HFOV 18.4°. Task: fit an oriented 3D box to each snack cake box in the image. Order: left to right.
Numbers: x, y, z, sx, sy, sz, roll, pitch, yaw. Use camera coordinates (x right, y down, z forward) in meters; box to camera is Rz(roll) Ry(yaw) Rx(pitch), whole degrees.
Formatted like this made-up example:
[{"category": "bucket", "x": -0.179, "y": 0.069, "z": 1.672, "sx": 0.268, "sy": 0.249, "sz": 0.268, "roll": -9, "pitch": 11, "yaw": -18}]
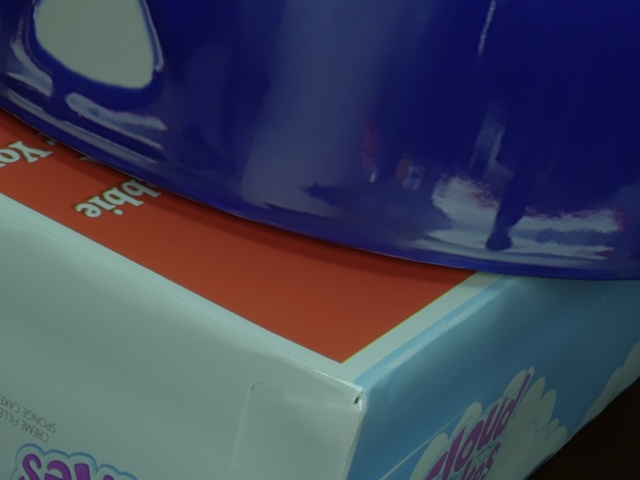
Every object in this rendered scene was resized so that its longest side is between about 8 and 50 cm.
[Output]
[{"category": "snack cake box", "x": 0.000, "y": 0.000, "z": 0.521, "sx": 0.152, "sy": 0.089, "sz": 0.264, "roll": 27, "pitch": 28, "yaw": 21}]

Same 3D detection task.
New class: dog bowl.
[{"category": "dog bowl", "x": 0.023, "y": -0.097, "z": 0.506, "sx": 0.265, "sy": 0.104, "sz": 0.265, "roll": 12, "pitch": 25, "yaw": -6}]
